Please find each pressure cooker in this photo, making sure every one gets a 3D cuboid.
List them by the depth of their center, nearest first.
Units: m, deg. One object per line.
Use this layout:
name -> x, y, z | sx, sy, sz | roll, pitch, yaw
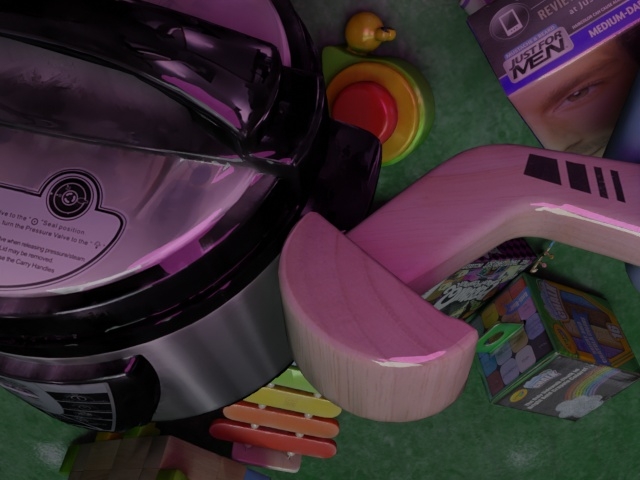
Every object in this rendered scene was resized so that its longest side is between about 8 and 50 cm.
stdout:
pressure cooker -> -0.173, -0.058, 0.608 | 0.370, 0.375, 0.420 | -26, 157, -9

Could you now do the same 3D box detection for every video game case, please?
video game case -> 0.142, 0.076, 0.908 | 0.232, 0.042, 0.210 | -1, 141, -49

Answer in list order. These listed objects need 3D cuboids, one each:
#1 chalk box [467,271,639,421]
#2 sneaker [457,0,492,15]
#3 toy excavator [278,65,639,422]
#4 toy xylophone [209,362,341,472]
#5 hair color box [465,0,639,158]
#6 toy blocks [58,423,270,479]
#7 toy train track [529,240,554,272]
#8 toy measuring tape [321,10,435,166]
chalk box -> 0.289, 0.140, 0.957 | 0.213, 0.132, 0.132 | 18, 132, -27
sneaker -> 0.240, -0.300, 0.648 | 0.161, 0.102, 0.282 | 29, 124, -17
toy excavator -> 0.242, -0.030, 0.495 | 0.445, 0.433, 0.222 | 15, 145, 15
toy xylophone -> -0.075, 0.225, 1.088 | 0.236, 0.081, 0.322 | 7, 128, -4
hair color box -> 0.300, -0.142, 0.691 | 0.185, 0.110, 0.339 | -30, 145, 23
toy blocks -> -0.225, 0.409, 1.151 | 0.261, 0.190, 0.381 | 34, 145, -31
toy train track -> 0.304, 0.011, 0.936 | 0.014, 0.048, 0.083 | 37, 108, 13
toy measuring tape -> 0.067, -0.078, 0.782 | 0.121, 0.121, 0.330 | -2, 107, 3
